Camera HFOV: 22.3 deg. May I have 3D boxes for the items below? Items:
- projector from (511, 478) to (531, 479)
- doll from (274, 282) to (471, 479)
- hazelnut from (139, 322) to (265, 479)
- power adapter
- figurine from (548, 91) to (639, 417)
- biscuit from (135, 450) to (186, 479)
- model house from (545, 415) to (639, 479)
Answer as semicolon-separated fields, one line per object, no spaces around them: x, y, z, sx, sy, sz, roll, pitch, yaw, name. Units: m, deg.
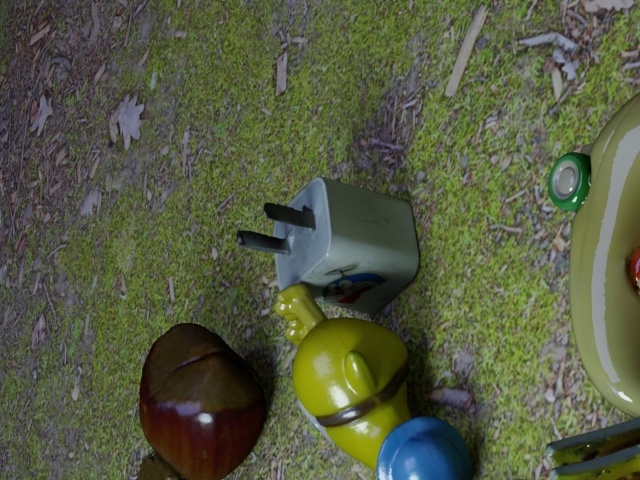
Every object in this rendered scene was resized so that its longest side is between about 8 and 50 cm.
0.244;0.333;1.481;0.163;0.177;0.242;-61;32;21;projector
0.065;0.197;1.895;0.145;0.199;0.363;-32;50;-8;doll
-0.161;0.227;2.241;0.181;0.181;0.212;-32;45;12;hazelnut
0.000;0.000;2.011;0.130;0.205;0.125;-45;42;44;power adapter
0.329;0.008;1.544;0.222;0.124;0.325;-9;73;55;figurine
-0.218;0.407;2.317;0.226;0.042;0.226;176;90;-67;biscuit
0.351;0.204;1.228;0.358;0.312;0.242;-55;38;29;model house
